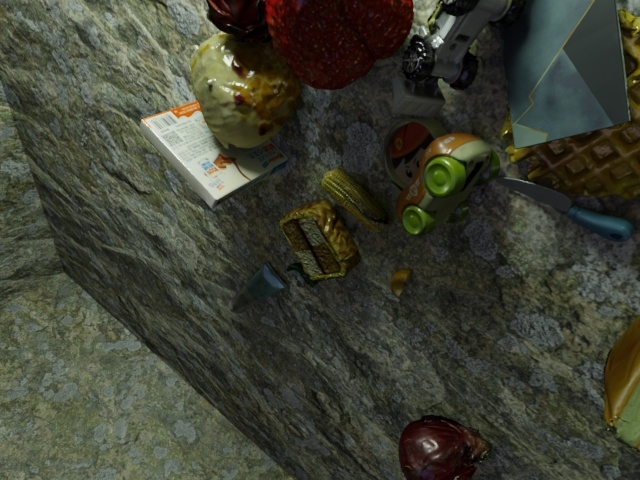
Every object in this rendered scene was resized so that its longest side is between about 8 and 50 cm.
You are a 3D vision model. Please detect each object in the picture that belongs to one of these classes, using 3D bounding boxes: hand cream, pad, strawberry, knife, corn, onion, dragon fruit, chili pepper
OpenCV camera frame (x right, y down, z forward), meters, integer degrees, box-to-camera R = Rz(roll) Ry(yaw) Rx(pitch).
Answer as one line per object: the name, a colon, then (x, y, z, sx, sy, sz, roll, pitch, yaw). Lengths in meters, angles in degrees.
hand cream: (-0.240, 0.190, 1.473, 0.111, 0.070, 0.312, 51, 134, 2)
pad: (0.354, -0.275, 0.603, 0.163, 0.004, 0.243, -6, 95, 54)
strawberry: (0.015, -0.392, 0.681, 0.250, 0.288, 0.238, -37, 83, 28)
knife: (0.440, -0.069, 0.737, 0.244, 0.032, 0.058, 32, 172, 20)
corn: (0.087, -0.099, 0.990, 0.203, 0.072, 0.072, 43, 137, 6)
onion: (0.350, 0.662, 1.217, 0.221, 0.281, 0.281, -108, 21, -47)
dragon fruit: (-0.146, -0.486, 0.794, 0.188, 0.182, 0.182, -4, 126, -6)
chili pepper: (-0.059, 0.104, 1.281, 0.118, 0.035, 0.055, 29, 117, 16)

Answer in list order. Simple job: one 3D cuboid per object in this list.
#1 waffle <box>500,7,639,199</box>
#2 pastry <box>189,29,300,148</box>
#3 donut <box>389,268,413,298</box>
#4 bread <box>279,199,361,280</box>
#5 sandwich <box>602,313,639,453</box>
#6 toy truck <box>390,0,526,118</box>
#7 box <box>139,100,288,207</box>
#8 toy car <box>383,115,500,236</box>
waffle: (0.454, -0.202, 0.619, 0.307, 0.060, 0.312, 24, 132, 23)
pastry: (-0.187, -0.355, 0.917, 0.236, 0.170, 0.256, -15, 84, 28)
donut: (0.213, 0.114, 1.060, 0.083, 0.038, 0.067, -27, 97, 49)
bread: (0.000, 0.000, 1.112, 0.181, 0.096, 0.222, -22, 102, 46)
sandwich: (0.606, 0.227, 0.673, 0.155, 0.227, 0.198, 27, 134, 21)
toy truck: (0.215, -0.341, 0.671, 0.286, 0.136, 0.111, -57, 44, 49)
box: (-0.259, -0.241, 1.025, 0.265, 0.273, 0.048, 47, 138, 4)
toy car: (0.213, -0.145, 0.824, 0.235, 0.145, 0.235, 30, 129, 46)
